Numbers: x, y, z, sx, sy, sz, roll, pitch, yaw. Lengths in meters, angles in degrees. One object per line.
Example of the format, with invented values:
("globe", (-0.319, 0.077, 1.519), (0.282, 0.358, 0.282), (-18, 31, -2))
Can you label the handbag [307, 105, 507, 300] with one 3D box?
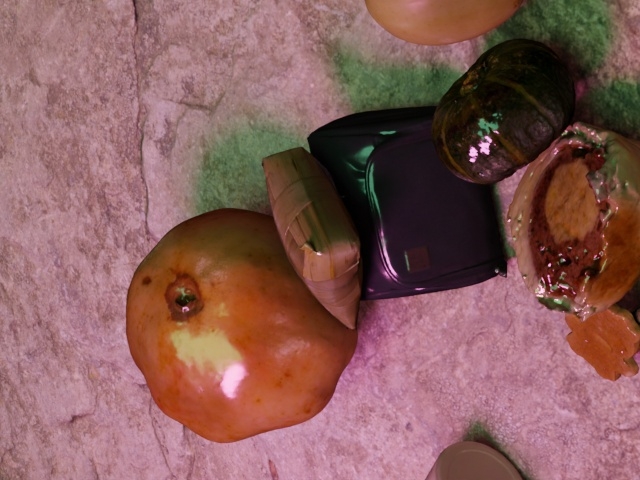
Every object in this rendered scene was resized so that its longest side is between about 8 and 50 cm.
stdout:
("handbag", (0.132, -0.051, 1.738), (0.275, 0.178, 0.301), (-2, 104, 38))

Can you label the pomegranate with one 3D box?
("pomegranate", (-0.135, 0.141, 1.898), (0.412, 0.411, 0.411), (13, 113, 33))

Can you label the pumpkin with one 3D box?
("pumpkin", (0.259, -0.179, 1.576), (0.157, 0.223, 0.224), (45, 131, -16))

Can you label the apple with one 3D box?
("apple", (0.166, -0.403, 1.548), (0.262, 0.262, 0.262), (13, 113, 33))

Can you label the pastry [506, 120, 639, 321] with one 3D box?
("pastry", (0.388, -0.031, 1.563), (0.236, 0.170, 0.255), (-117, 38, -60))

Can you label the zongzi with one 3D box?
("zongzi", (0.000, 0.000, 1.734), (0.256, 0.115, 0.228), (69, 176, -56))

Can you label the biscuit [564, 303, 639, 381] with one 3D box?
("biscuit", (0.415, 0.139, 1.637), (0.133, 0.027, 0.184), (41, 157, 34))

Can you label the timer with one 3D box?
("timer", (0.209, 0.478, 1.883), (0.175, 0.175, 0.266), (47, 134, 14))

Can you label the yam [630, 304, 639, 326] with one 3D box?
("yam", (0.534, 0.147, 1.553), (0.194, 0.107, 0.107), (52, 129, 10))
